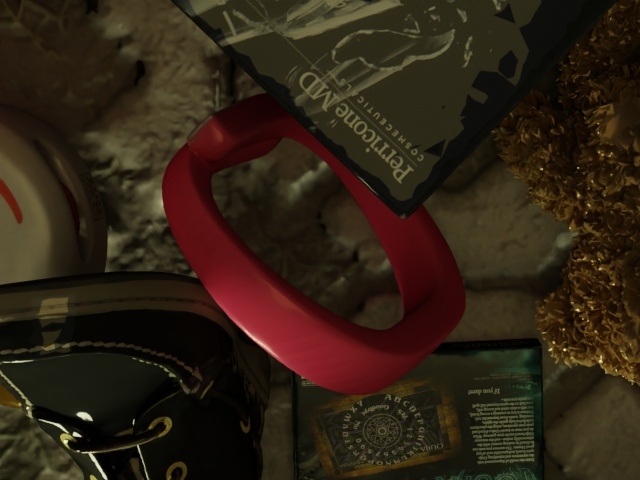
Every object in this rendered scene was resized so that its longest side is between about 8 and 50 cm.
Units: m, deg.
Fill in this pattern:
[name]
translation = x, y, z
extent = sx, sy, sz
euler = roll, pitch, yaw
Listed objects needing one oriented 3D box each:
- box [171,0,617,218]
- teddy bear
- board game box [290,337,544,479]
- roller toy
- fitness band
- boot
[box]
translation = 0.030, -0.247, 1.243
extent = 0.343, 0.179, 0.312
euler = 43, 95, -11
[teddy bear]
translation = 0.239, -0.070, 1.412
extent = 0.245, 0.113, 0.338
euler = -17, 94, -6
[board game box]
translation = 0.072, 0.140, 1.473
extent = 0.186, 0.026, 0.126
euler = -2, 101, -2
[roller toy]
translation = -0.246, 0.001, 1.373
extent = 0.209, 0.146, 0.191
euler = 26, 97, 4
[fitness band]
translation = 0.000, 0.000, 1.315
extent = 0.054, 0.291, 0.209
euler = -40, 86, 22
[boot]
translation = -0.114, 0.182, 1.263
extent = 0.138, 0.377, 0.284
euler = -4, 75, 10
